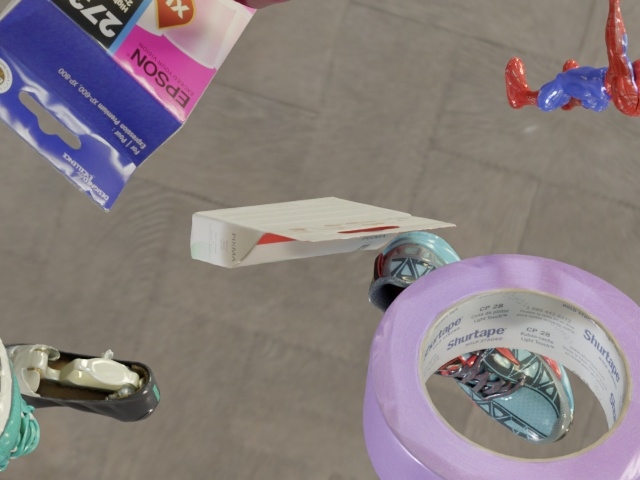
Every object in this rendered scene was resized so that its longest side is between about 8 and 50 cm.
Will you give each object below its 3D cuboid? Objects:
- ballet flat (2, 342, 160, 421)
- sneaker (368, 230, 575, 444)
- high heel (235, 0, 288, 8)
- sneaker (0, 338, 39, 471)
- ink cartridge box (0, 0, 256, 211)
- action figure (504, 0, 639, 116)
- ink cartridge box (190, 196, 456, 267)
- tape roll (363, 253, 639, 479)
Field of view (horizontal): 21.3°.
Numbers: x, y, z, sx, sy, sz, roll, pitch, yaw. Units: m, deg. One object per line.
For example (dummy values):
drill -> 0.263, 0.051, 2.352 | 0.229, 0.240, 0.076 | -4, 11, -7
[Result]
ballet flat -> -0.256, 0.131, 1.671 | 0.203, 0.074, 0.074 | 11, 96, -6
sneaker -> 0.140, 0.116, 1.694 | 0.262, 0.125, 0.104 | 45, 120, 3
high heel -> -0.158, -0.271, 1.357 | 0.377, 0.181, 0.127 | 15, 55, -25
sneaker -> -0.270, 0.134, 1.373 | 0.110, 0.275, 0.107 | 42, 84, -16
ink cartridge box -> -0.161, -0.211, 1.514 | 0.176, 0.371, 0.069 | 43, 140, -17
action figure -> 0.250, -0.171, 1.449 | 0.091, 0.280, 0.139 | -2, 99, -18
ink cartridge box -> 0.000, 0.000, 1.704 | 0.181, 0.224, 0.056 | -7, 103, -32
tape roll -> 0.177, 0.144, 1.526 | 0.274, 0.275, 0.090 | 13, 141, 7
